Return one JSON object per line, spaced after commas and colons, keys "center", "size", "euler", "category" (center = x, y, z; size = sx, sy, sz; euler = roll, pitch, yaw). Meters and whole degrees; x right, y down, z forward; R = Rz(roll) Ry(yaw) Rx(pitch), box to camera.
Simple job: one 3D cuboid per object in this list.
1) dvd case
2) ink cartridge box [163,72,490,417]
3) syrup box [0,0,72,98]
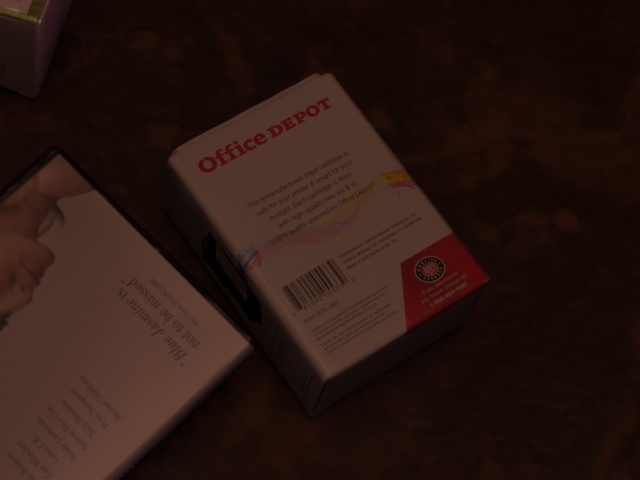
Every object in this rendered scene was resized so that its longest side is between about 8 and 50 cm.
{"center": [-0.189, 0.085, 0.887], "size": [0.253, 0.022, 0.180], "euler": [-43, 77, -13], "category": "dvd case"}
{"center": [0.000, 0.000, 0.953], "size": [0.127, 0.072, 0.175], "euler": [-30, 72, -20], "category": "ink cartridge box"}
{"center": [-0.197, -0.226, 1.018], "size": [0.093, 0.096, 0.237], "euler": [16, 63, -3], "category": "syrup box"}
